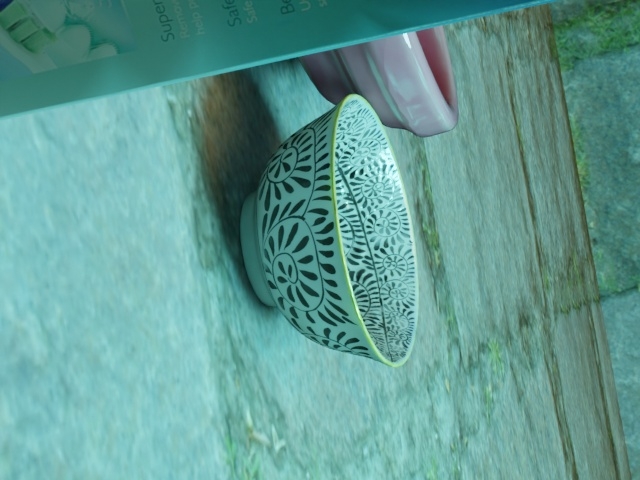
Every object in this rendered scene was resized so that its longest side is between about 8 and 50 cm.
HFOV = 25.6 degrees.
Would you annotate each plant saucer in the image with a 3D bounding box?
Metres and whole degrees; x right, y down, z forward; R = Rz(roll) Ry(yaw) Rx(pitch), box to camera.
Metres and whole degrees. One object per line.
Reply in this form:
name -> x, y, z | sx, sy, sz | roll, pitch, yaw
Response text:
plant saucer -> 0.009, -0.224, 0.959 | 0.332, 0.084, 0.332 | -17, 90, -80

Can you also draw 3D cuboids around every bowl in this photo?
bowl -> 0.000, 0.000, 0.875 | 0.170, 0.080, 0.170 | -10, 90, -72

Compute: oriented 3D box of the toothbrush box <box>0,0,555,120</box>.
toothbrush box -> -0.046, -0.136, 0.452 | 0.216, 0.296, 0.126 | -63, 138, -61
